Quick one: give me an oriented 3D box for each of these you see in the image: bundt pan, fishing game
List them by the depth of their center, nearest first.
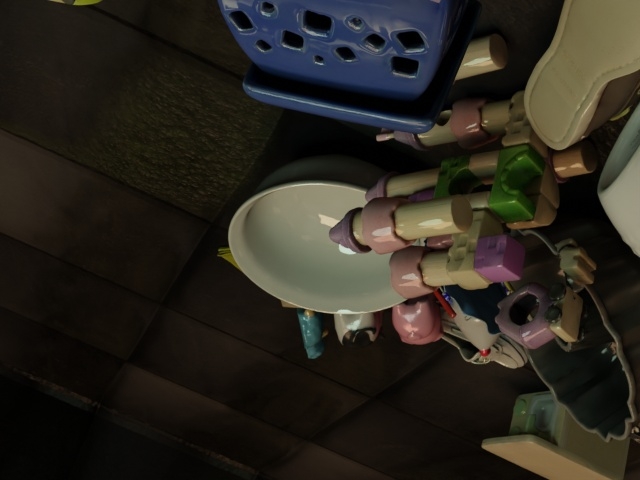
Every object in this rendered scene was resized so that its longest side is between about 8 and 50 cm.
[{"bbox_3d":[0.199,0.067,1.641,0.041,0.189,0.264,-46,149,22],"label":"fishing game"},{"bbox_3d":[0.380,0.105,1.682,0.331,0.124,0.331,58,164,26],"label":"bundt pan"}]

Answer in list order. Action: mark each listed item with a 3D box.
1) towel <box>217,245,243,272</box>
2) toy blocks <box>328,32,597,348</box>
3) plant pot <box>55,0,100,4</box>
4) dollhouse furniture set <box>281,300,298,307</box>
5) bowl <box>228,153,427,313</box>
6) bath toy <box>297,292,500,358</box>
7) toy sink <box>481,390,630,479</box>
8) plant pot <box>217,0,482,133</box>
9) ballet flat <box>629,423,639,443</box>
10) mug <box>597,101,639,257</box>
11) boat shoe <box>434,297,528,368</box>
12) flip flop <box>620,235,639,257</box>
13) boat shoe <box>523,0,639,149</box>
[{"bbox_3d":[-0.073,0.039,2.165,0.237,0.021,0.102,-4,145,43],"label":"towel"},{"bbox_3d":[0.158,-0.047,1.509,0.260,0.289,0.309,-10,144,41],"label":"toy blocks"},{"bbox_3d":[-0.306,-0.385,1.272,0.228,0.207,0.227,15,154,11],"label":"plant pot"},{"bbox_3d":[0.000,0.000,1.954,0.128,0.129,0.184,2,119,34],"label":"dollhouse furniture set"},{"bbox_3d":[0.023,-0.030,1.778,0.297,0.134,0.298,7,140,6],"label":"bowl"},{"bbox_3d":[0.140,0.134,1.999,0.348,0.151,0.129,-4,114,14],"label":"bath toy"},{"bbox_3d":[0.444,0.363,2.292,0.234,0.131,0.152,27,155,-24],"label":"toy sink"},{"bbox_3d":[0.042,-0.249,1.197,0.235,0.236,0.212,12,140,14],"label":"plant pot"},{"bbox_3d":[0.602,0.341,2.200,0.203,0.074,0.074,24,155,-2],"label":"ballet flat"},{"bbox_3d":[0.495,-0.077,1.254,0.328,0.276,0.374,28,125,2],"label":"mug"},{"bbox_3d":[0.269,0.179,2.117,0.226,0.076,0.083,33,153,-25],"label":"boat shoe"},{"bbox_3d":[0.490,0.033,1.644,0.112,0.080,0.277,33,154,-23],"label":"flip flop"},{"bbox_3d":[0.314,-0.210,1.276,0.117,0.096,0.324,58,158,18],"label":"boat shoe"}]
